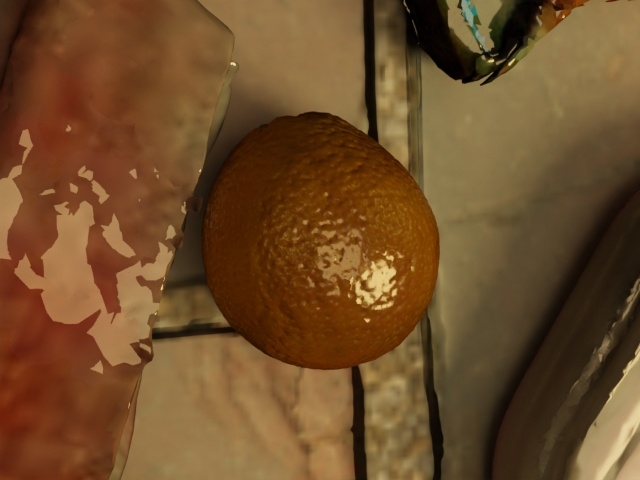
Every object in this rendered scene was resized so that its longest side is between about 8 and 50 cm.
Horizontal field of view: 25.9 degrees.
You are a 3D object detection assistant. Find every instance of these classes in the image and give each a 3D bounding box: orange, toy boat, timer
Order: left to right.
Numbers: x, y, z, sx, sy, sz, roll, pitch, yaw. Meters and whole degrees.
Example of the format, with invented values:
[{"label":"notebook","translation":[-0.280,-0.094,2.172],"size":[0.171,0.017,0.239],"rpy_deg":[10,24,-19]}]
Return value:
[{"label":"toy boat","translation":[-0.174,-0.028,0.394],"size":[0.282,0.096,0.206],"rpy_deg":[15,95,-7]},{"label":"orange","translation":[0.000,0.000,0.451],"size":[0.085,0.085,0.085],"rpy_deg":[-2,97,-18]},{"label":"timer","translation":[0.177,0.077,0.520],"size":[0.208,0.069,0.191],"rpy_deg":[29,89,-20]}]

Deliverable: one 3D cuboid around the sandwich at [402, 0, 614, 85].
[{"label":"sandwich","translation":[0.096,-0.162,0.459],"size":[0.159,0.079,0.235],"rpy_deg":[27,87,-19]}]
